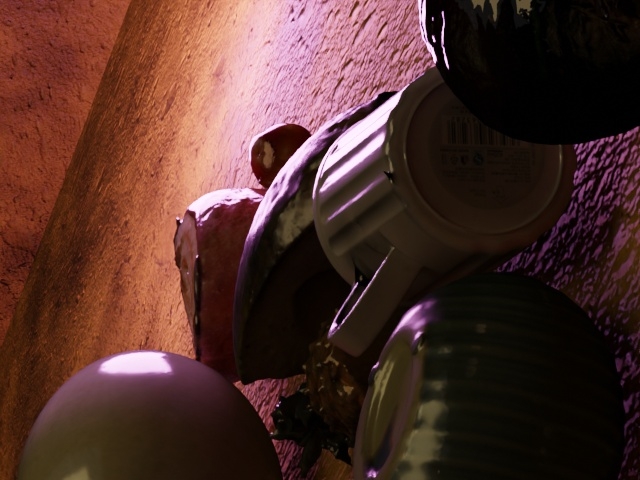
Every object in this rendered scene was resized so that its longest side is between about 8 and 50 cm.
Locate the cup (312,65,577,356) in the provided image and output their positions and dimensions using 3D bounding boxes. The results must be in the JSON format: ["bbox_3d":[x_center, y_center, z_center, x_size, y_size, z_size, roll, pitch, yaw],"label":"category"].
[{"bbox_3d":[0.095,-0.019,1.204,0.202,0.167,0.221,139,133,-73],"label":"cup"}]

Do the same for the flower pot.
[{"bbox_3d":[0.112,0.139,1.076,0.189,0.157,0.243,138,149,-61],"label":"flower pot"}]

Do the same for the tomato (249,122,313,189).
[{"bbox_3d":[-0.047,-0.098,1.859,0.087,0.075,0.087,-166,90,-68],"label":"tomato"}]

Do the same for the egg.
[{"bbox_3d":[-0.177,0.258,1.634,0.336,0.278,0.278,-97,28,-55],"label":"egg"}]

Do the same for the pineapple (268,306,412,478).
[{"bbox_3d":[0.029,0.138,1.402,0.248,0.128,0.128,126,153,-61],"label":"pineapple"}]

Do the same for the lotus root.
[{"bbox_3d":[-0.005,0.001,1.477,0.210,0.142,0.314,-100,20,-57],"label":"lotus root"}]

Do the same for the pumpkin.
[{"bbox_3d":[0.180,-0.169,1.038,0.233,0.163,0.233,-19,38,15],"label":"pumpkin"}]

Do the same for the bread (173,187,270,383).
[{"bbox_3d":[-0.101,0.032,1.812,0.244,0.123,0.190,-113,23,-58],"label":"bread"}]
